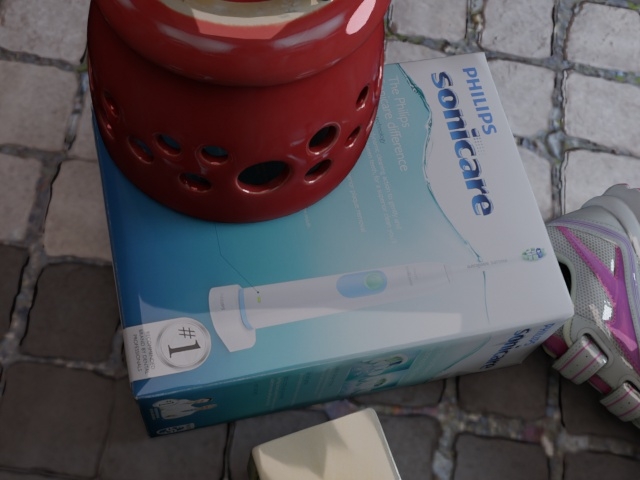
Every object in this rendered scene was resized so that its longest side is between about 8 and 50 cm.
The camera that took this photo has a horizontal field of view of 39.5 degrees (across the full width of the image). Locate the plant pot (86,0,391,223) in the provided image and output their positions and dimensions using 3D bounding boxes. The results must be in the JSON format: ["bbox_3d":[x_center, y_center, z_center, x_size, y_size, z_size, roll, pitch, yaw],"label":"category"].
[{"bbox_3d":[-0.052,-0.130,0.543,0.191,0.174,0.191,2,64,-3],"label":"plant pot"}]

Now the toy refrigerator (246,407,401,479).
[{"bbox_3d":[0.031,0.256,0.567,0.094,0.102,0.269,-16,72,-12],"label":"toy refrigerator"}]

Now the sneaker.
[{"bbox_3d":[0.224,0.085,0.666,0.111,0.103,0.252,-15,64,-8],"label":"sneaker"}]

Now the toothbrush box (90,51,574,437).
[{"bbox_3d":[0.000,0.000,0.650,0.296,0.126,0.216,-11,68,-10],"label":"toothbrush box"}]
